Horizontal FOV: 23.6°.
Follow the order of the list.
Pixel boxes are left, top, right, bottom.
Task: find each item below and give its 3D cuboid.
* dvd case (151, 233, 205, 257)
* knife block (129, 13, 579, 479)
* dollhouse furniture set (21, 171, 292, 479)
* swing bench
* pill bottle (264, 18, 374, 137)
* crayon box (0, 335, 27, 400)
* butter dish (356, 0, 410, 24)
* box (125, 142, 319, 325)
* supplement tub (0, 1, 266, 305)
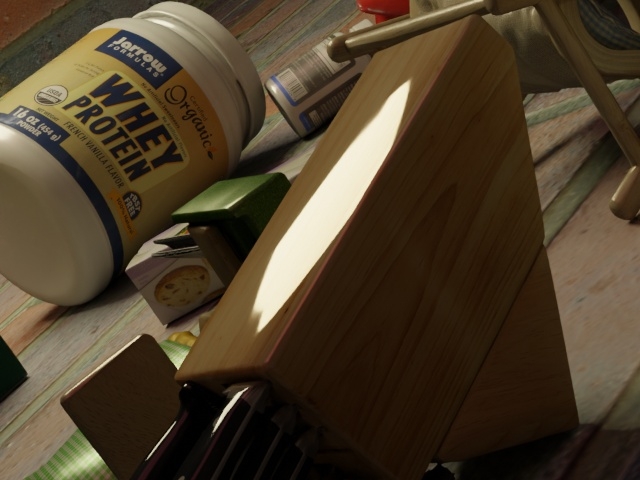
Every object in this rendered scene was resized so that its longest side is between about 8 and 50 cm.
[{"bbox_3d":[0.000,0.000,1.076,0.165,0.018,0.221,0,-4,-30],"label":"dvd case"},{"bbox_3d":[-0.006,0.044,0.699,0.242,0.275,0.088,-8,-3,-35],"label":"knife block"},{"bbox_3d":[-0.116,0.081,0.974,0.197,0.151,0.301,-40,15,-21],"label":"dollhouse furniture set"},{"bbox_3d":[0.185,-0.150,1.044,0.255,0.165,0.253,-39,14,-19],"label":"swing bench"},{"bbox_3d":[0.013,-0.183,1.711,0.137,0.078,0.078,-34,14,-3],"label":"pill bottle"},{"bbox_3d":[-0.502,0.064,1.565,0.363,0.313,0.106,-17,22,50],"label":"crayon box"},{"bbox_3d":[0.113,-0.209,1.517,0.160,0.118,0.160,4,30,0],"label":"butter dish"},{"bbox_3d":[-0.020,-0.031,1.310,0.324,0.067,0.063,-28,16,21],"label":"box"},{"bbox_3d":[-0.230,-0.103,1.681,0.228,0.228,0.316,-16,24,52],"label":"supplement tub"}]
